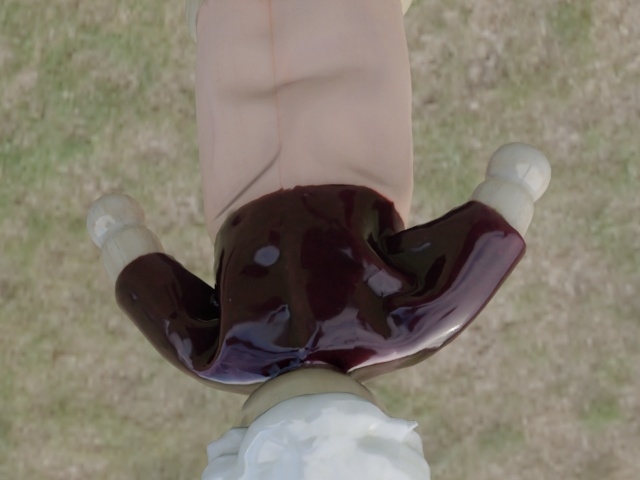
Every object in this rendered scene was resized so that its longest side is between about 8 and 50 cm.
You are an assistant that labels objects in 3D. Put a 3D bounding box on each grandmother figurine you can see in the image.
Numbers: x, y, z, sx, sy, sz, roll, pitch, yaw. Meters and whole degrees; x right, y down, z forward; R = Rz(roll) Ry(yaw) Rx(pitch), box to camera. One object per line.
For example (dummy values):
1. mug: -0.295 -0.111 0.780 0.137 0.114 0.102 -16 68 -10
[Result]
1. grandmother figurine: 0.000 0.000 0.702 0.208 0.342 0.104 -16 138 19
